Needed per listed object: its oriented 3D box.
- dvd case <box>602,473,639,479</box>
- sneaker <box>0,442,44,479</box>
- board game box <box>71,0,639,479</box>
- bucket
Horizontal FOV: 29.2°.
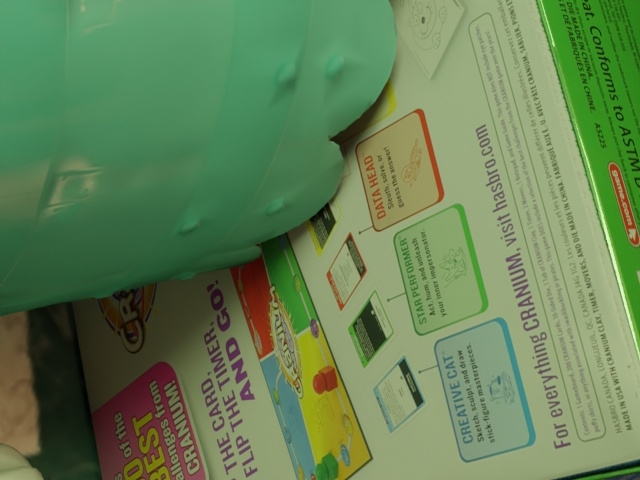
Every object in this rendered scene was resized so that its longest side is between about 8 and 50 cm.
[{"bbox_3d":[0.180,0.087,0.813,0.180,0.022,0.253,-14,76,-43],"label":"dvd case"},{"bbox_3d":[-0.205,0.129,0.447,0.232,0.115,0.090,-7,109,-21],"label":"sneaker"},{"bbox_3d":[0.000,0.000,0.510,0.064,0.316,0.242,-1,73,-41],"label":"board game box"},{"bbox_3d":[-0.128,-0.099,0.421,0.183,0.281,0.281,-18,84,-48],"label":"bucket"}]
